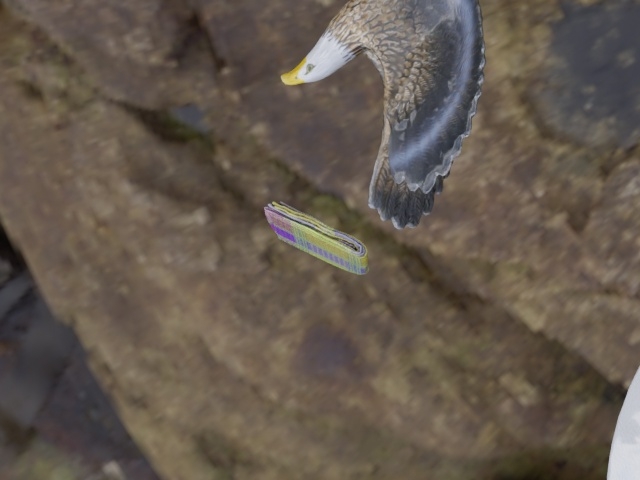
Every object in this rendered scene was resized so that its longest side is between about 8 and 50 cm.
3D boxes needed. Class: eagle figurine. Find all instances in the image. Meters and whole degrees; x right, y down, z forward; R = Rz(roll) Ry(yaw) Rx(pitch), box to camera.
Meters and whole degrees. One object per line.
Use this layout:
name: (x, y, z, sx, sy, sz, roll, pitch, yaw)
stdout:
eagle figurine: (0.072, -0.180, 1.782, 0.225, 0.226, 0.298, -39, 78, 36)

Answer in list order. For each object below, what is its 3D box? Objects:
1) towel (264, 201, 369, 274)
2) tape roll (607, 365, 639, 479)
towel: (0.000, 0.000, 1.033, 0.060, 0.083, 0.009, 25, 82, 7)
tape roll: (0.415, 0.192, 1.628, 0.072, 0.392, 0.392, 20, 117, 58)
